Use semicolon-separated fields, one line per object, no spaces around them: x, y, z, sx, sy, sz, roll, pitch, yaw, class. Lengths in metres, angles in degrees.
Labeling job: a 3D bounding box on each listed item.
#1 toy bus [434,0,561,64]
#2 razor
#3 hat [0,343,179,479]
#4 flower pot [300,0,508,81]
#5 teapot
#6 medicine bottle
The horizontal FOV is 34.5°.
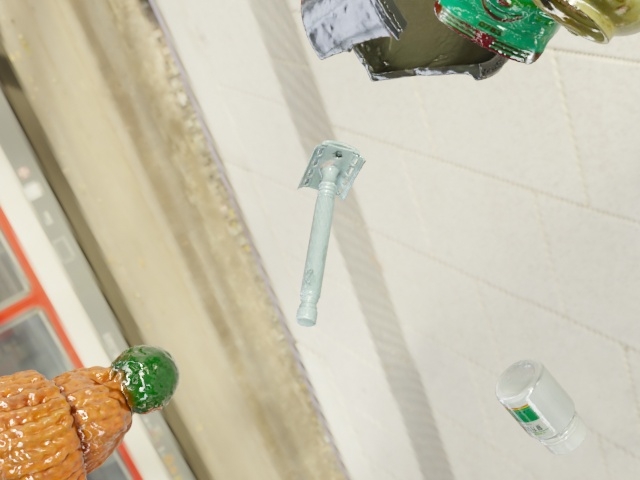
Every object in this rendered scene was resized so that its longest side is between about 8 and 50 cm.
0.313;-0.442;1.461;0.183;0.344;0.199;27;146;1;toy bus
0.000;0.000;1.272;0.106;0.068;0.232;117;164;-59;razor
-0.465;0.329;1.924;0.285;0.400;0.285;26;131;35;hat
0.127;-0.420;1.739;0.251;0.379;0.379;-20;101;48;flower pot
0.320;-0.338;1.171;0.269;0.183;0.173;37;-174;14;teapot
0.309;0.233;1.433;0.130;0.080;0.080;49;165;-22;medicine bottle
